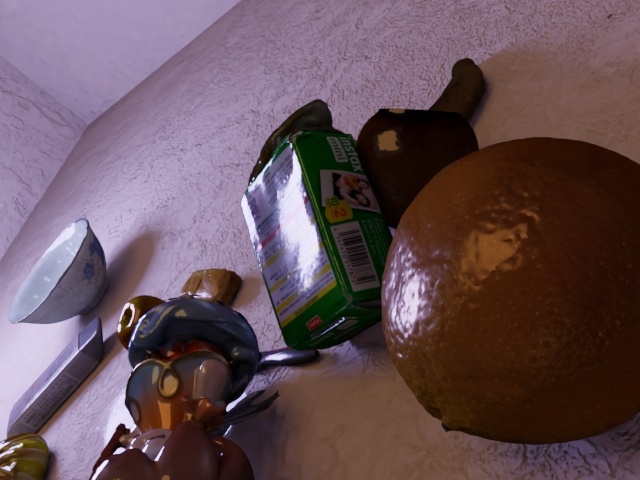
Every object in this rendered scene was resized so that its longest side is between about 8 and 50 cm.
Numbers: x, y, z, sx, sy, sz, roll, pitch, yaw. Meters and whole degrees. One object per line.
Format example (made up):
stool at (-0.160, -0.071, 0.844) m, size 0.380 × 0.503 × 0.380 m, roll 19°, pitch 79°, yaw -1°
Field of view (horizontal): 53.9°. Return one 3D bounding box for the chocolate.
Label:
chocolate at (0.125, -0.093, 0.837) m, size 0.176 × 0.177 × 0.177 m, roll -33°, pitch 34°, yaw 26°

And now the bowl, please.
bowl at (-0.638, 0.109, 1.614) m, size 0.313 × 0.146 × 0.313 m, roll -35°, pitch 33°, yaw 27°

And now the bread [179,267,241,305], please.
bread at (-0.204, 0.089, 1.156) m, size 0.132 × 0.053 × 0.074 m, roll -6°, pitch 51°, yaw 47°

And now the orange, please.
orange at (0.170, 0.046, 0.528) m, size 0.264 × 0.264 × 0.264 m, roll -33°, pitch 34°, yaw 26°

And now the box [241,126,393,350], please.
box at (0.000, 0.000, 0.800) m, size 0.180 × 0.103 × 0.250 m, roll -41°, pitch 61°, yaw 48°

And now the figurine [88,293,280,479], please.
figurine at (-0.156, 0.272, 0.741) m, size 0.276 × 0.248 × 0.388 m, roll -43°, pitch 21°, yaw 16°

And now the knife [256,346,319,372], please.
knife at (-0.086, 0.181, 0.938) m, size 0.247 × 0.018 × 0.035 m, roll -18°, pitch 45°, yaw 46°

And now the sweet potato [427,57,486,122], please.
sweet potato at (0.200, -0.206, 0.956) m, size 0.081 × 0.062 × 0.233 m, roll -5°, pitch 49°, yaw 52°

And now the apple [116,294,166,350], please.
apple at (-0.333, 0.161, 1.196) m, size 0.099 × 0.102 × 0.114 m, roll 11°, pitch 65°, yaw 55°

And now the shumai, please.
shumai at (0.006, -0.077, 1.019) m, size 0.222 × 0.203 × 0.272 m, roll -50°, pitch -7°, yaw -16°

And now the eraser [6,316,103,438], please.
eraser at (-0.588, 0.319, 1.395) m, size 0.352 × 0.061 × 0.089 m, roll -46°, pitch 29°, yaw 4°

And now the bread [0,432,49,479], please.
bread at (-0.627, 0.470, 1.235) m, size 0.213 × 0.104 × 0.213 m, roll -36°, pitch 30°, yaw 24°
